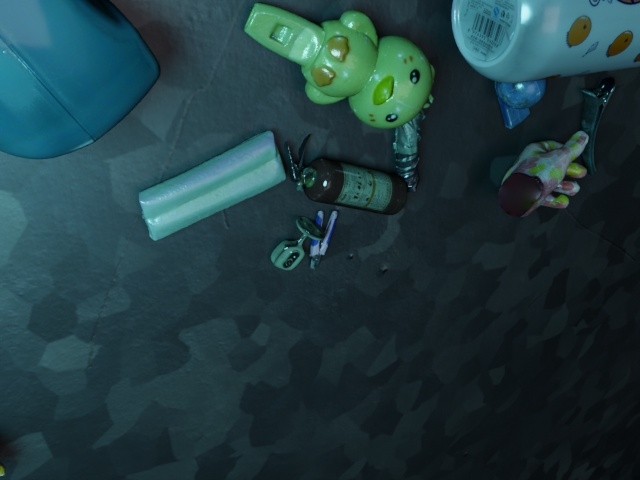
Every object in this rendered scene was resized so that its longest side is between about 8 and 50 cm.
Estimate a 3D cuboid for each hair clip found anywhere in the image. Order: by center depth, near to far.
[{"bbox_3d":[0.558,-0.223,1.264,0.070,0.039,0.229,-28,135,-15],"label":"hair clip"}]

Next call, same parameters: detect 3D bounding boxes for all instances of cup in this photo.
[{"bbox_3d":[0.370,-0.353,0.932,0.317,0.212,0.212,-15,126,-24],"label":"cup"}]

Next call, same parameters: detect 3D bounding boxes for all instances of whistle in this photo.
[{"bbox_3d":[0.043,-0.237,0.845,0.294,0.141,0.141,9,114,-36],"label":"whistle"},{"bbox_3d":[0.354,-0.257,1.068,0.090,0.090,0.158,-39,132,-6],"label":"whistle"}]

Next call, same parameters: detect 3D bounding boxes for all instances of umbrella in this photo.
[{"bbox_3d":[0.146,-0.170,1.019,0.050,0.046,0.188,-33,132,-35],"label":"umbrella"}]

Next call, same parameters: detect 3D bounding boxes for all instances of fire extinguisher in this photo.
[{"bbox_3d":[0.035,-0.103,0.978,0.231,0.071,0.099,10,87,-36],"label":"fire extinguisher"}]

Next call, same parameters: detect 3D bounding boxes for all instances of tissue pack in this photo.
[{"bbox_3d":[-0.313,-0.216,0.578,0.206,0.198,0.287,-41,135,-7],"label":"tissue pack"}]

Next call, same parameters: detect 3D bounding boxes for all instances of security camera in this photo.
[{"bbox_3d":[-0.040,0.012,1.014,0.058,0.058,0.092,17,117,-39],"label":"security camera"}]

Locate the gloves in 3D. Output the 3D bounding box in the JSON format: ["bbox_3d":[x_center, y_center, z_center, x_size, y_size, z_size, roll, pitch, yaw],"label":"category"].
[{"bbox_3d":[0.432,-0.133,1.186,0.241,0.126,0.145,-38,135,-47],"label":"gloves"}]

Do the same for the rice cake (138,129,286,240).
[{"bbox_3d":[-0.155,-0.080,0.880,0.222,0.042,0.080,-27,132,-15],"label":"rice cake"}]

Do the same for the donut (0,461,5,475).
[{"bbox_3d":[-0.554,0.322,0.862,0.181,0.078,0.146,-35,131,0],"label":"donut"}]

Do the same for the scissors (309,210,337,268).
[{"bbox_3d":[0.000,0.000,1.052,0.039,0.012,0.113,-1,120,-33],"label":"scissors"}]
